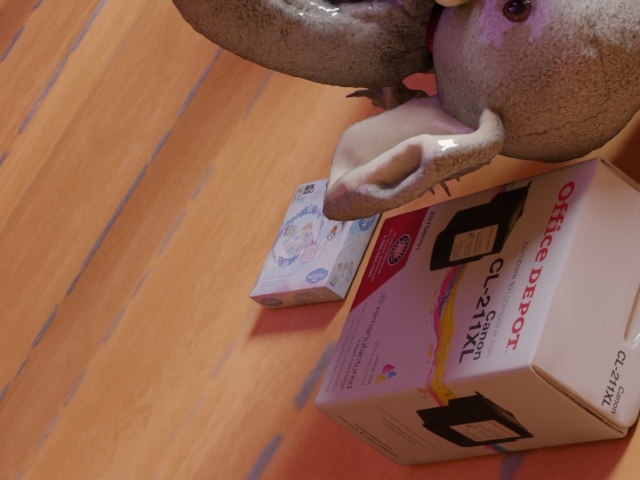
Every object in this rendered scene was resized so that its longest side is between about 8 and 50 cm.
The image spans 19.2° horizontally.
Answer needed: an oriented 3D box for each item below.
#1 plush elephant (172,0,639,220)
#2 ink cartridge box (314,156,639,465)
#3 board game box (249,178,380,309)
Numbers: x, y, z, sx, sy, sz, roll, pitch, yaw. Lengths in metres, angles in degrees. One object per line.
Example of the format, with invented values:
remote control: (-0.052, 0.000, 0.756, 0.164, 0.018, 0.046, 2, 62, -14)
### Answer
plush elephant: (0.077, -0.142, 0.986, 0.272, 0.330, 0.255, -30, 28, -22)
ink cartridge box: (0.093, 0.040, 0.988, 0.175, 0.072, 0.127, -17, 44, 52)
board game box: (0.000, 0.000, 1.246, 0.090, 0.020, 0.090, -9, 51, 55)
